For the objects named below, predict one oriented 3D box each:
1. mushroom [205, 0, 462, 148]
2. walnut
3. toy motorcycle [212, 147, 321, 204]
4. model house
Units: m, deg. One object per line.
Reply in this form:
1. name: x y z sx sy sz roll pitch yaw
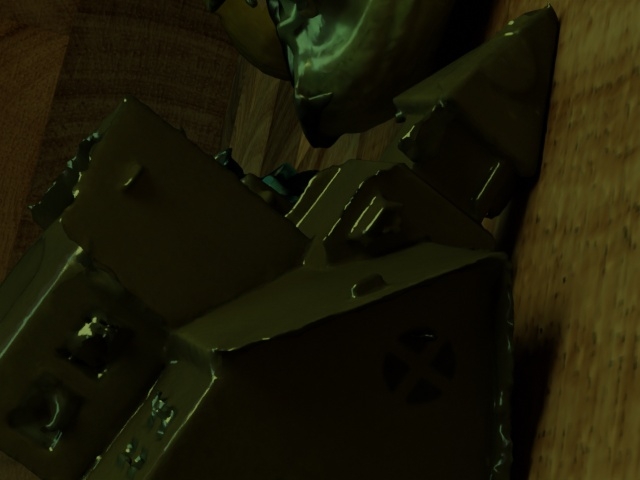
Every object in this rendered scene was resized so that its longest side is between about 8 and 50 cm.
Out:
1. mushroom: 0.015 -0.194 0.662 0.267 0.164 0.189 68 -167 8
2. walnut: -0.009 -0.171 0.887 0.245 0.137 0.137 -114 39 -77
3. toy motorcycle: -0.073 0.050 0.943 0.182 0.123 0.272 -30 27 27
4. model house: 0.000 0.000 0.486 0.248 0.176 0.181 -54 19 -9
